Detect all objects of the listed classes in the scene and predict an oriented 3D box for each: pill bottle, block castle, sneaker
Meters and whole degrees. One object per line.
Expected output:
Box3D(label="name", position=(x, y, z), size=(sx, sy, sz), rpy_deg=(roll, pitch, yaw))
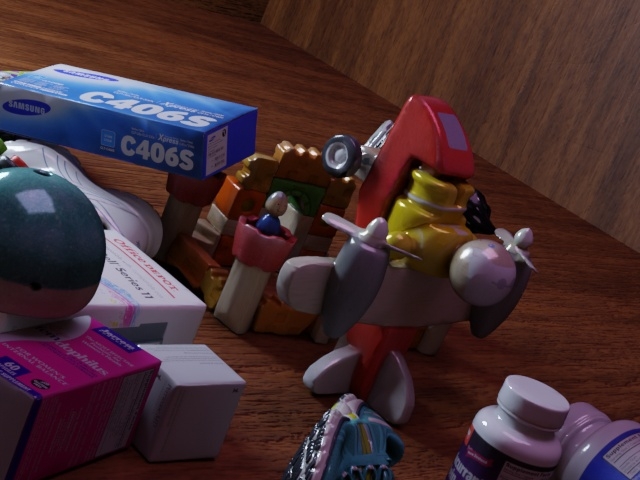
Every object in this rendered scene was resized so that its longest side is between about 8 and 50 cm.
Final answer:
Box3D(label="pill bottle", position=(0.210, 0.257, 1.624), size=(0.108, 0.194, 0.108), rpy_deg=(21, 16, -6))
Box3D(label="block castle", position=(0.000, 0.000, 2.132), size=(0.453, 0.213, 0.303), rpy_deg=(9, 21, -38))
Box3D(label="sneaker", position=(0.033, 0.248, 1.595), size=(0.110, 0.107, 0.275), rpy_deg=(35, 18, 8))
Box3D(label="sneaker", position=(-0.369, -0.055, 2.010), size=(0.297, 0.111, 0.129), rpy_deg=(25, 22, 12))
Box3D(label="pill bottle", position=(0.393, 0.318, 1.753), size=(0.152, 0.152, 0.272), rpy_deg=(7, 21, -43))

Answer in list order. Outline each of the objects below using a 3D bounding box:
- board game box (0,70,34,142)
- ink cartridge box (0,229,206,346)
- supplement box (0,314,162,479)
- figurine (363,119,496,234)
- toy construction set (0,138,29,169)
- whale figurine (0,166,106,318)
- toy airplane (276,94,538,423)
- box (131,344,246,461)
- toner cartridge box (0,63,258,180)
Box3D(label="board game box", position=(-0.536, -0.206, 2.187), size=(0.346, 0.056, 0.208), rpy_deg=(-4, 34, -35))
Box3D(label="ink cartridge box", position=(-0.284, 0.076, 1.665), size=(0.353, 0.119, 0.207), rpy_deg=(3, 25, -48))
Box3D(label="supplement box", position=(-0.276, 0.160, 1.430), size=(0.111, 0.114, 0.220), rpy_deg=(28, 15, 21))
Box3D(label="figurine", position=(0.159, -0.081, 2.107), size=(0.209, 0.092, 0.215), rpy_deg=(41, -3, -7))
Box3D(label="toy construction set", position=(-0.442, -0.076, 1.739), size=(0.215, 0.151, 0.327), rpy_deg=(40, 0, 22))
Box3D(label="whale figurine", position=(-0.322, -0.027, 1.491), size=(0.216, 0.141, 0.272), rpy_deg=(11, 20, -27))
Box3D(label="toy airplane", position=(0.128, 0.055, 1.852), size=(0.272, 0.384, 0.386), rpy_deg=(8, 46, 40))
Box3D(label="box", position=(-0.156, 0.177, 1.552), size=(0.102, 0.101, 0.087), rpy_deg=(4, 25, -45))
Box3D(label="toner cartridge box", position=(-0.282, -0.177, 2.062), size=(0.347, 0.075, 0.165), rpy_deg=(14, 21, 21))
